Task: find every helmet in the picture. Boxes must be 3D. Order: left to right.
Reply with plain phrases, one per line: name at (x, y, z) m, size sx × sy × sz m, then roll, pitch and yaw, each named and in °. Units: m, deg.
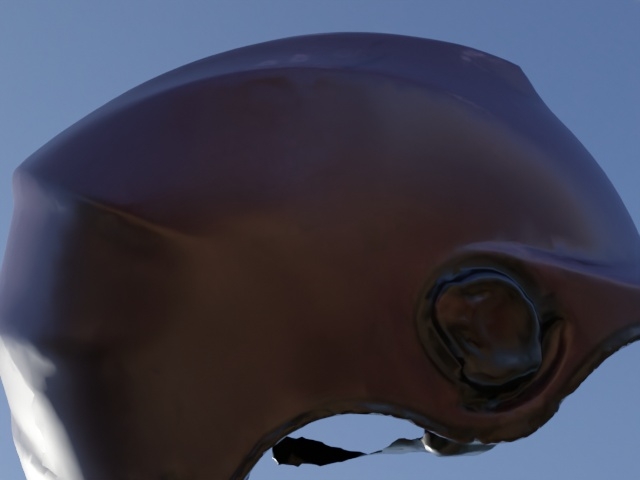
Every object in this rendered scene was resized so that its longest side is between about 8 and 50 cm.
helmet at (0.000, 0.000, 0.599) m, size 0.338 × 0.271 × 0.197 m, roll -21°, pitch -88°, yaw -2°
